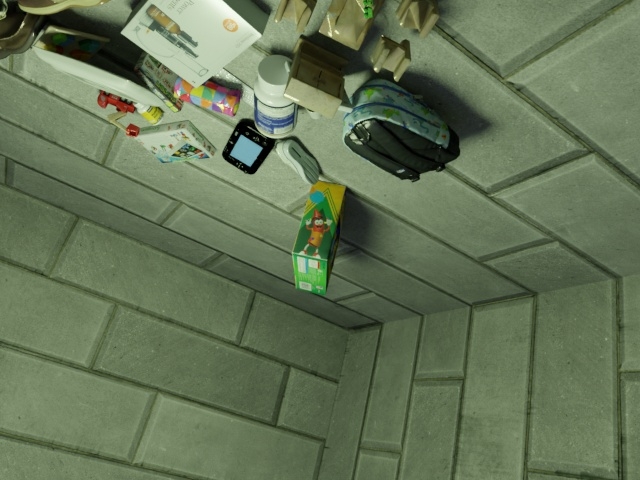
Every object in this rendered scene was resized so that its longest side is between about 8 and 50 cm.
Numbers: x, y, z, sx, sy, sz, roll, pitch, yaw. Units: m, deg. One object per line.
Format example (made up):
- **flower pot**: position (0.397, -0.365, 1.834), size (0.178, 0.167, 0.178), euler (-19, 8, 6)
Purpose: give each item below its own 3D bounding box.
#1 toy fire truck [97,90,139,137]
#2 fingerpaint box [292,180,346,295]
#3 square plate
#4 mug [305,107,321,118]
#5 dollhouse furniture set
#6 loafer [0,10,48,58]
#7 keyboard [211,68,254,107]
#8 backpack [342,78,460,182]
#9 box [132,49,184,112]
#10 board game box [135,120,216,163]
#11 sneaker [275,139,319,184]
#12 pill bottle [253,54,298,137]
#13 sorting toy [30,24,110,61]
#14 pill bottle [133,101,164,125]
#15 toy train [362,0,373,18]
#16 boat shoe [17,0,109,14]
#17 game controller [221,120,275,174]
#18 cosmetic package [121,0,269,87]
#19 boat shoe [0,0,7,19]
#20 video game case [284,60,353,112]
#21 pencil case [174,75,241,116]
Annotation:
- **toy fire truck**: position (-0.798, -0.503, 2.015), size (0.192, 0.135, 0.047), euler (21, 154, -14)
- **fingerpaint box**: position (0.000, 0.000, 2.352), size (0.163, 0.371, 0.445), euler (12, 155, 5)
- **square plate**: position (-0.752, -0.554, 1.772), size (0.343, 0.049, 0.347), euler (20, -176, 2)
- **mug**: position (-0.020, -0.464, 1.782), size (0.062, 0.078, 0.064), euler (-22, 160, 1)
- **dollhouse furniture set**: position (0.059, -0.577, 1.380), size (0.362, 0.257, 0.394), euler (21, 134, -14)
- **loafer**: position (-1.065, -0.712, 1.724), size (0.365, 0.134, 0.130), euler (-4, 150, 34)
- **keyboard**: position (-0.306, -0.549, 1.795), size (0.256, 0.014, 0.072), euler (30, 151, -30)
- **backpack**: position (0.232, -0.358, 1.663), size (0.355, 0.274, 0.290), euler (4, 166, -34)
- **box**: position (-0.553, -0.561, 1.786), size (0.036, 0.114, 0.207), euler (-2, 150, 31)
- **board game box**: position (-0.629, -0.419, 2.196), size (0.305, 0.053, 0.193), euler (0, 151, 29)
- **sneaker**: position (-0.092, -0.324, 2.083), size (0.091, 0.094, 0.258), euler (18, 158, 39)
- **pill bottle**: position (-0.146, -0.476, 1.696), size (0.153, 0.153, 0.265), euler (15, 155, 0)
- **sorting toy**: position (-0.848, -0.659, 1.727), size (0.208, 0.038, 0.193), euler (-7, 179, 42)
- **pill bottle**: position (-0.681, -0.515, 2.010), size (0.065, 0.065, 0.116), euler (-2, 151, 31)
- **toy train**: position (0.111, -0.563, 1.194), size (0.023, 0.017, 0.083), euler (-9, 134, 2)
- **boat shoe**: position (-0.770, -0.759, 1.506), size (0.341, 0.123, 0.123), euler (5, 140, 20)
- **game controller**: position (-0.301, -0.376, 2.093), size (0.166, 0.067, 0.319), euler (22, 153, -17)
- **cosmetic package**: position (-0.381, -0.647, 1.526), size (0.284, 0.098, 0.377), euler (30, 149, -35)
- **boat shoe**: position (-1.055, -0.738, 1.601), size (0.103, 0.113, 0.302), euler (27, 131, -16)
- **video game case**: position (-0.006, -0.470, 1.554), size (0.190, 0.173, 0.022), euler (5, 140, -29)
- **pencil case**: position (-0.397, -0.518, 1.790), size (0.236, 0.104, 0.104), euler (21, 155, -3)
